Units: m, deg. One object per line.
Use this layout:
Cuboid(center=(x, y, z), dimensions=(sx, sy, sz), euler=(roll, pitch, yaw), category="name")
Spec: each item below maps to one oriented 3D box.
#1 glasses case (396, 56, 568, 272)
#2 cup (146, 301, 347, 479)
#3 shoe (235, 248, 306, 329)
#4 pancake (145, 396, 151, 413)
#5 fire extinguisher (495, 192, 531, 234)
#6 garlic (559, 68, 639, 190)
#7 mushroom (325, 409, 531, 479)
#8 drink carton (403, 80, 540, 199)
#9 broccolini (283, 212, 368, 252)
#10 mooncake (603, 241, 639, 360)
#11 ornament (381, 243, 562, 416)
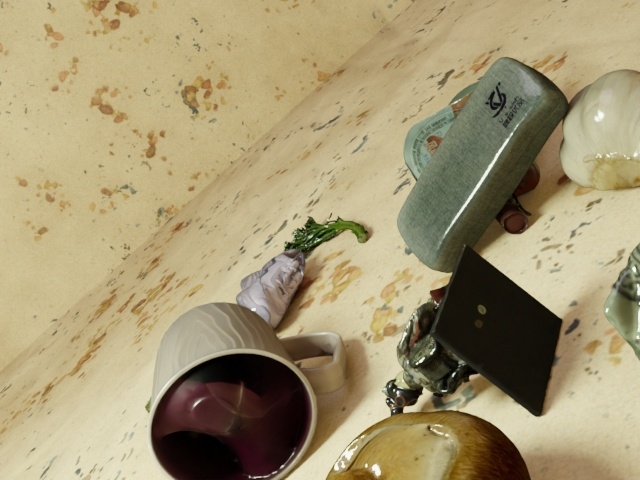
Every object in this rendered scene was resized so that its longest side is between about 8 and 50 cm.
Cuboid(center=(0.229, -0.107, 1.207), dimensions=(0.323, 0.074, 0.131), euler=(-60, 41, 25), category="glasses case")
Cuboid(center=(-0.114, 0.198, 1.193), dimensions=(0.288, 0.208, 0.273), euler=(-42, 16, -2), category="cup")
Cuboid(center=(-0.085, 0.089, 1.570), dimensions=(0.137, 0.095, 0.245), euler=(-41, 12, 7), category="shoe")
Cuboid(center=(-0.293, 0.294, 1.618), dimensions=(0.129, 0.022, 0.116), euler=(-47, 22, -21), category="pancake")
Cuboid(center=(0.280, -0.048, 1.252), dimensions=(0.056, 0.039, 0.132), euler=(-42, 18, 11), category="fire extinguisher")
Cuboid(center=(0.413, -0.166, 1.112), dimensions=(0.178, 0.143, 0.229), euler=(-54, 14, -30), category="garlic")
Cuboid(center=(0.082, 0.263, 0.743), dimensions=(0.253, 0.153, 0.253), euler=(-38, 17, 14), category="mushroom")
Cuboid(center=(0.258, -0.172, 1.367), dimensions=(0.191, 0.185, 0.189), euler=(-29, 19, 35), category="drink carton")
Cuboid(center=(0.005, -0.001, 1.679), dimensions=(0.123, 0.062, 0.271), euler=(-57, 25, -15), category="broccolini")
Cuboid(center=(0.394, 0.018, 0.725), dimensions=(0.250, 0.136, 0.254), euler=(-46, 19, -27), category="mooncake")
Cuboid(center=(0.146, 0.137, 0.968), dimensions=(0.196, 0.166, 0.153), euler=(-44, 10, 42), category="ornament")
